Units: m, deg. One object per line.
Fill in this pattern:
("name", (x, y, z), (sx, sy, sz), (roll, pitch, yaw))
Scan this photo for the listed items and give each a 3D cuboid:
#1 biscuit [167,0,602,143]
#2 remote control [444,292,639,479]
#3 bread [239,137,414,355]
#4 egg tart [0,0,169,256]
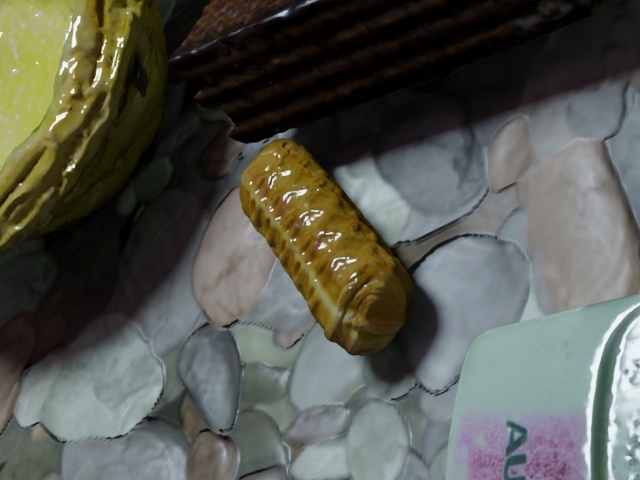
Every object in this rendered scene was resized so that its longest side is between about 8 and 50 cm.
("biscuit", (0.036, -0.133, 0.793), (0.252, 0.070, 0.106), (-17, 35, 38))
("remote control", (0.194, 0.070, 0.545), (0.344, 0.050, 0.145), (-18, 54, 36))
("bread", (0.000, 0.000, 0.783), (0.052, 0.044, 0.157), (-54, 39, 15))
("egg tart", (-0.190, -0.097, 0.976), (0.294, 0.123, 0.294), (-20, 54, 30))
